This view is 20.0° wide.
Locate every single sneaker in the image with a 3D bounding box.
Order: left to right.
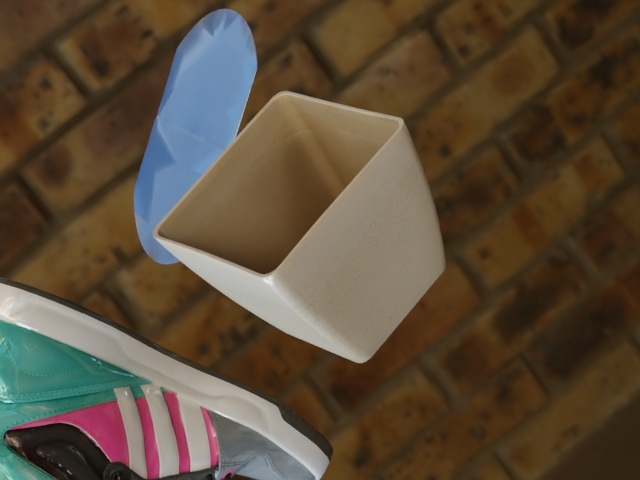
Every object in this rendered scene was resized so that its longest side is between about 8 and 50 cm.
[{"bbox_3d":[-0.132,0.155,1.177,0.124,0.295,0.178,7,-108,55],"label":"sneaker"}]

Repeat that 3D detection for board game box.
[{"bbox_3d":[-0.070,-0.064,1.174,0.133,0.033,0.168,26,-80,62],"label":"board game box"}]

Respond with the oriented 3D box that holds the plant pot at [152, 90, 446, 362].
[{"bbox_3d":[0.000,0.000,0.945,0.109,0.096,0.109,-49,-144,-17],"label":"plant pot"}]
